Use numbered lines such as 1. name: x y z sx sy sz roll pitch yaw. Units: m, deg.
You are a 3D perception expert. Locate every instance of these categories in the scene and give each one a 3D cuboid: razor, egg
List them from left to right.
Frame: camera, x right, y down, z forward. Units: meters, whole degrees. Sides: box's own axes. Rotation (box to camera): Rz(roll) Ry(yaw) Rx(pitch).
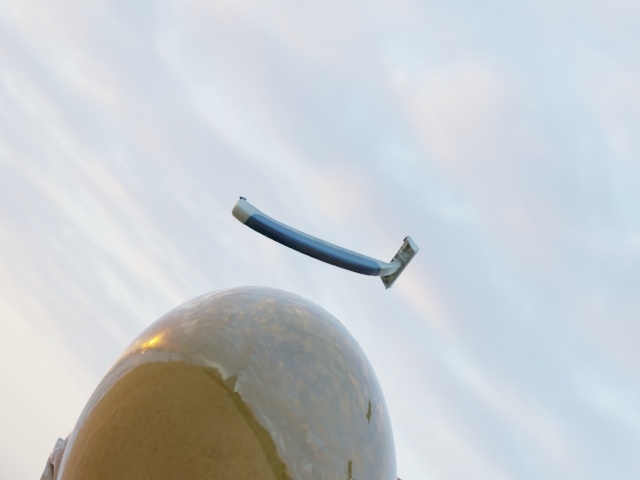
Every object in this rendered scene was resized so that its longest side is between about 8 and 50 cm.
1. egg: -0.067 0.185 1.230 0.250 0.250 0.323 38 -60 36
2. razor: 0.000 0.003 1.673 0.191 0.037 0.068 19 -45 -17

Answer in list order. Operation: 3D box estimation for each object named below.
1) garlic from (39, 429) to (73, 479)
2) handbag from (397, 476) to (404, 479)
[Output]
1. garlic: -0.172 0.287 1.767 0.259 0.317 0.317 22 -14 -2
2. handbag: 0.063 0.313 1.750 0.190 0.062 0.127 19 -74 59
